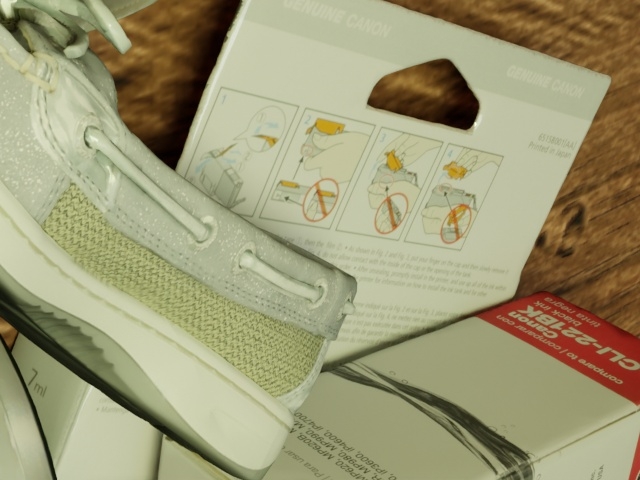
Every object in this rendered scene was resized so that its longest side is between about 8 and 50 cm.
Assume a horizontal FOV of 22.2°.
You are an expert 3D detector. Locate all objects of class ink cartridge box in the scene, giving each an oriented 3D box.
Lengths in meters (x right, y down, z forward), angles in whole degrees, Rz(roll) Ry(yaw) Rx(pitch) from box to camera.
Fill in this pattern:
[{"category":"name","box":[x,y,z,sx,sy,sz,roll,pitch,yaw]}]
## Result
[{"category":"ink cartridge box","box":[0.047,0.160,0.786,0.272,0.114,0.197,-17,126,-44]},{"category":"ink cartridge box","box":[0.000,0.000,0.774,0.275,0.060,0.239,9,108,-49]}]

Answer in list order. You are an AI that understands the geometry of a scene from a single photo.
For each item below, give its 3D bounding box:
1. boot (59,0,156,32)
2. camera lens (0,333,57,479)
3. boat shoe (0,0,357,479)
[{"category":"boot","box":[-0.121,-0.160,0.534,0.189,0.076,0.209,-20,136,-35]},{"category":"camera lens","box":[-0.228,0.106,0.468,0.274,0.219,0.219,-10,122,-43]},{"category":"boat shoe","box":[-0.085,-0.024,0.562,0.103,0.118,0.320,-54,137,-13]}]
